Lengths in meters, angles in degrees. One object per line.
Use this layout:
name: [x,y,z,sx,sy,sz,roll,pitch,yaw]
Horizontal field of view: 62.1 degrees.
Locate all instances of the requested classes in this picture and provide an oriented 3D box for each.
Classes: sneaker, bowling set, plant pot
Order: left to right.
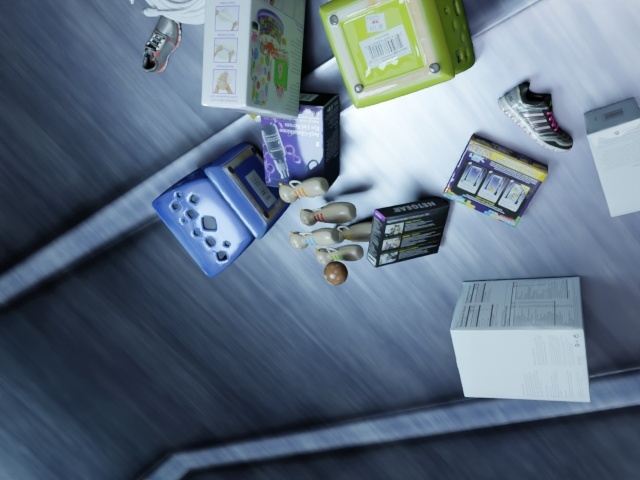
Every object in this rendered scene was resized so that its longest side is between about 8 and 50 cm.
sneaker: [-0.377,-0.455,1.242,0.061,0.065,0.158,34,127,1]
plant pot: [-0.220,-0.090,1.299,0.212,0.236,0.236,-30,104,28]
bowling set: [0.000,0.000,1.205,0.154,0.199,0.287,-7,147,41]
plant pot: [0.139,-0.376,0.978,0.228,0.207,0.227,-11,114,28]
sneaker: [0.427,-0.240,1.022,0.170,0.063,0.075,41,133,2]

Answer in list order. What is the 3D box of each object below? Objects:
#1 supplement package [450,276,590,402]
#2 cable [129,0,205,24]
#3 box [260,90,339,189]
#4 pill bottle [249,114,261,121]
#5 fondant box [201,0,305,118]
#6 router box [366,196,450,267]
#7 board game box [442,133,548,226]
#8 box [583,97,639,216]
supplement package: [0.455,0.220,1.205,0.263,0.198,0.199,-5,118,26]
cable: [-0.278,-0.587,1.106,0.257,0.089,0.257,18,124,12]
box: [-0.043,-0.225,1.210,0.153,0.108,0.207,9,122,18]
pill bottle: [-0.151,-0.308,1.246,0.083,0.043,0.043,45,126,-6]
fondant box: [-0.115,-0.405,0.989,0.096,0.238,0.330,6,100,19]
router box: [0.198,-0.019,1.198,0.046,0.179,0.133,49,141,46]
board game box: [0.368,-0.126,1.128,0.170,0.048,0.141,26,124,8]
box: [0.556,-0.153,0.977,0.091,0.130,0.170,-16,111,30]
